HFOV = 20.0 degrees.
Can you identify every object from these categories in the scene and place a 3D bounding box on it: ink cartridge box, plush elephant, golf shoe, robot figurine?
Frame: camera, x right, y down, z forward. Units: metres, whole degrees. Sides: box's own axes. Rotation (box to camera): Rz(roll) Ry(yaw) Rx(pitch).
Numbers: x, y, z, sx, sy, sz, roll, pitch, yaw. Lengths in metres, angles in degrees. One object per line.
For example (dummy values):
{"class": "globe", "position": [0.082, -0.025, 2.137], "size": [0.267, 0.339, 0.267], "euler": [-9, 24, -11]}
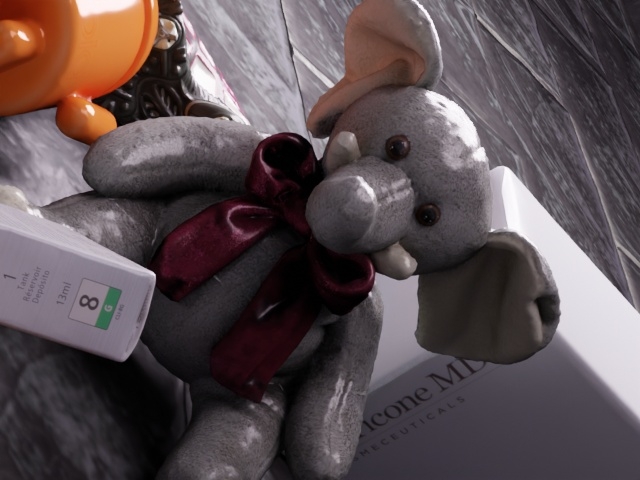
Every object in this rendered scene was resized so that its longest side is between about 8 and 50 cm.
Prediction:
{"class": "ink cartridge box", "position": [-0.214, -0.007, 0.925], "size": [0.224, 0.056, 0.181], "euler": [18, 1, -23]}
{"class": "plush elephant", "position": [0.000, 0.000, 1.144], "size": [0.272, 0.255, 0.330], "euler": [56, 33, 3]}
{"class": "golf shoe", "position": [-0.128, -0.124, 1.371], "size": [0.273, 0.105, 0.120], "euler": [60, 3, -8]}
{"class": "robot figurine", "position": [-0.187, -0.147, 1.206], "size": [0.158, 0.128, 0.219], "euler": [33, 19, 12]}

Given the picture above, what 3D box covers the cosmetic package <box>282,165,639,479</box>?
{"class": "cosmetic package", "position": [0.185, 0.178, 1.430], "size": [0.453, 0.230, 0.161], "euler": [44, 26, -30]}
